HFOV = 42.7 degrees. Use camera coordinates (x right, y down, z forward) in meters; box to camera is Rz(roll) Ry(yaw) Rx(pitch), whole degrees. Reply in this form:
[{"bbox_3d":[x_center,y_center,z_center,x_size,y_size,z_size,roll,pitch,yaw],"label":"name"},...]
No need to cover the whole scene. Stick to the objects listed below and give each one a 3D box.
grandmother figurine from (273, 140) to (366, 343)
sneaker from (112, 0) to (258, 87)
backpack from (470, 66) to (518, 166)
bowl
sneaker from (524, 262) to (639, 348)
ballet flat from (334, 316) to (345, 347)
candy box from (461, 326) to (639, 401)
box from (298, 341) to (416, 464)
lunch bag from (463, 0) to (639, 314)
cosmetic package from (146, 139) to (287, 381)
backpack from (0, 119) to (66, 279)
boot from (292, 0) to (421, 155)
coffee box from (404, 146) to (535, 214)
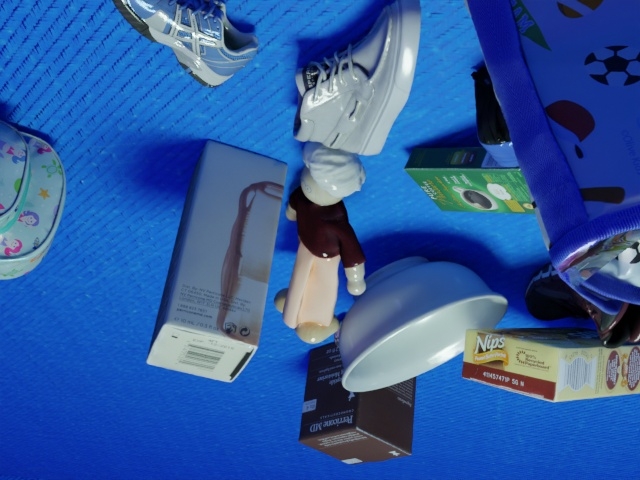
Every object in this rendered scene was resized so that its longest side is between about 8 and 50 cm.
[{"bbox_3d":[0.000,0.000,1.194,0.208,0.104,0.343,39,140,32],"label":"grandmother figurine"},{"bbox_3d":[-0.154,-0.258,0.920,0.081,0.080,0.211,-20,149,28],"label":"sneaker"},{"bbox_3d":[0.239,-0.144,0.958,0.098,0.120,0.101,-18,140,34],"label":"backpack"},{"bbox_3d":[0.145,0.119,1.338,0.297,0.134,0.298,-21,154,-11],"label":"bowl"},{"bbox_3d":[0.416,0.105,1.274,0.106,0.163,0.281,18,147,-16],"label":"sneaker"},{"bbox_3d":[0.138,0.189,1.570,0.221,0.077,0.079,12,129,-6],"label":"ballet flat"},{"bbox_3d":[0.405,0.195,1.337,0.316,0.088,0.182,5,-179,-38],"label":"candy box"},{"bbox_3d":[0.079,0.326,1.667,0.168,0.203,0.167,-23,136,39],"label":"box"},{"bbox_3d":[0.318,-0.113,0.726,0.385,0.328,0.239,2,150,-24],"label":"lunch bag"},{"bbox_3d":[-0.142,0.029,1.157,0.129,0.296,0.153,15,149,-13],"label":"cosmetic package"},{"bbox_3d":[-0.491,-0.066,1.156,0.253,0.225,0.191,18,152,-23],"label":"backpack"},{"bbox_3d":[0.032,-0.186,0.959,0.123,0.095,0.258,5,150,-8],"label":"boot"},{"bbox_3d":[0.214,-0.080,1.091,0.184,0.040,0.113,4,153,45],"label":"coffee box"}]
